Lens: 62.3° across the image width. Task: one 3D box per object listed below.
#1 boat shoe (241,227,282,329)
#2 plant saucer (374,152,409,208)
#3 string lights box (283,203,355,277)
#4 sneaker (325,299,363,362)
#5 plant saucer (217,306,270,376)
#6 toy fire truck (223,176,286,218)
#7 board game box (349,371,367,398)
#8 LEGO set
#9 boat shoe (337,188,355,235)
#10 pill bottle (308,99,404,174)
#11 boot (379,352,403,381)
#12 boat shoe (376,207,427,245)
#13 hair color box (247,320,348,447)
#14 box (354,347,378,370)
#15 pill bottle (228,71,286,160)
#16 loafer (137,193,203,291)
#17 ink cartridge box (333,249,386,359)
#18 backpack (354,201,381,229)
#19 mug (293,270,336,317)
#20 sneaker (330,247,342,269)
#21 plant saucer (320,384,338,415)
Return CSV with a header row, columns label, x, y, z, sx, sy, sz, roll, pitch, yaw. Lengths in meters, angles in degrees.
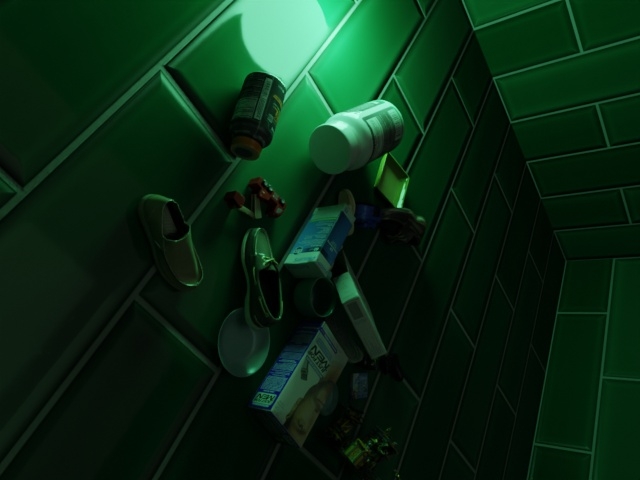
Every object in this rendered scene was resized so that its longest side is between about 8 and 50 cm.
label,x,y,z,sx,sy,sz,roll,pitch,yaw
boat shoe,-0.161,0.100,1.520,0.109,0.091,0.304,19,59,-49
plant saucer,0.284,-0.234,2.163,0.188,0.045,0.188,41,56,-39
string lights box,0.000,0.000,1.722,0.076,0.133,0.259,54,49,-32
sneaker,0.085,0.308,1.839,0.095,0.090,0.235,-52,124,-66
plant saucer,-0.224,0.285,1.492,0.195,0.038,0.194,10,77,-49
toy fire truck,-0.189,-0.113,1.577,0.192,0.047,0.135,47,52,-37
board game box,0.138,0.524,1.909,0.090,0.020,0.090,12,75,-49
LEGO set,0.180,0.688,1.753,0.192,0.255,0.331,-39,106,-15
boat shoe,0.086,-0.100,1.894,0.059,0.063,0.169,-4,89,-56
pill bottle,0.130,-0.365,1.870,0.361,0.204,0.204,-33,110,-47
boot,0.275,0.500,2.059,0.099,0.045,0.121,-5,82,-53
boat shoe,0.323,-0.049,2.121,0.355,0.132,0.130,13,75,-48
hair color box,-0.058,0.430,1.621,0.338,0.110,0.185,-54,126,-37
box,0.167,0.433,1.931,0.083,0.052,0.062,35,58,-41
pill bottle,-0.190,-0.357,1.544,0.130,0.131,0.245,34,61,-43
loafer,-0.364,0.009,1.316,0.102,0.092,0.268,-43,117,-44
ink cartridge box,0.125,0.221,1.827,0.261,0.066,0.296,-108,173,-55
backpack,0.158,-0.093,1.953,0.120,0.098,0.101,11,80,-50
mug,-0.018,0.176,1.706,0.158,0.097,0.129,-33,110,-48
sneaker,0.048,0.035,1.835,0.075,0.057,0.161,21,66,-41
plant saucer,0.014,0.519,1.761,0.119,0.021,0.119,8,80,-49
